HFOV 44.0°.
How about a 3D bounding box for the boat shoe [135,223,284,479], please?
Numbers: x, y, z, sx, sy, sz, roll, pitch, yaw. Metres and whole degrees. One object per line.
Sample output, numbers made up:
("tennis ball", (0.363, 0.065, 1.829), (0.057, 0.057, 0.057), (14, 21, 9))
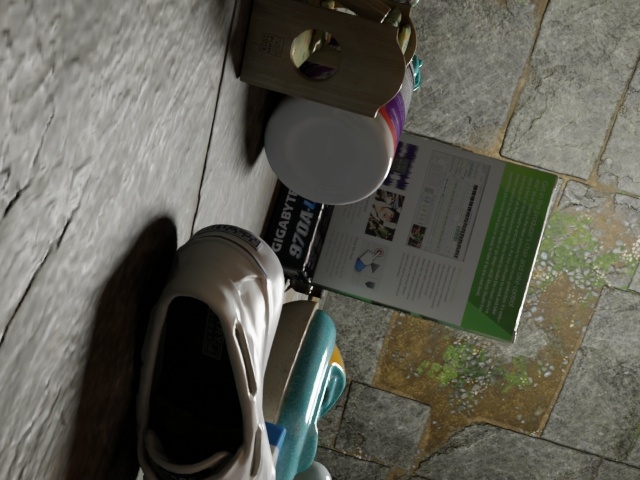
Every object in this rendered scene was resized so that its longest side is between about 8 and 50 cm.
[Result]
("boat shoe", (-0.079, 0.118, 0.489), (0.084, 0.095, 0.258), (-58, 154, -61))

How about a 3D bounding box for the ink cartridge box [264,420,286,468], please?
("ink cartridge box", (-0.100, 0.269, 0.751), (0.191, 0.082, 0.140), (-54, 159, -73))

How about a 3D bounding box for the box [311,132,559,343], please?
("box", (0.131, -0.017, 1.068), (0.058, 0.321, 0.233), (48, 59, -81))

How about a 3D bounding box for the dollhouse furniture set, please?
("dollhouse furniture set", (0.030, -0.192, 0.546), (0.182, 0.101, 0.161), (-66, 171, -64))

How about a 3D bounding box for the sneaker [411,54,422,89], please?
("sneaker", (0.104, -0.259, 1.249), (0.275, 0.109, 0.107), (-53, 159, -81))

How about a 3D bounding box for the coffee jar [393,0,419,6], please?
("coffee jar", (0.132, -0.433, 1.158), (0.096, 0.079, 0.185), (100, 7, -57))

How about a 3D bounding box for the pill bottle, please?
("pill bottle", (0.026, -0.127, 0.707), (0.194, 0.108, 0.108), (-70, 174, -50))

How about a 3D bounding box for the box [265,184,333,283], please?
("box", (-0.007, -0.064, 0.919), (0.175, 0.051, 0.220), (74, 33, -83))

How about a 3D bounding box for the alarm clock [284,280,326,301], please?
("alarm clock", (0.000, 0.000, 1.183), (0.129, 0.064, 0.192), (93, 16, -72))

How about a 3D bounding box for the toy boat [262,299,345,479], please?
("toy boat", (-0.036, 0.232, 1.014), (0.268, 0.148, 0.318), (-69, 174, -48))
